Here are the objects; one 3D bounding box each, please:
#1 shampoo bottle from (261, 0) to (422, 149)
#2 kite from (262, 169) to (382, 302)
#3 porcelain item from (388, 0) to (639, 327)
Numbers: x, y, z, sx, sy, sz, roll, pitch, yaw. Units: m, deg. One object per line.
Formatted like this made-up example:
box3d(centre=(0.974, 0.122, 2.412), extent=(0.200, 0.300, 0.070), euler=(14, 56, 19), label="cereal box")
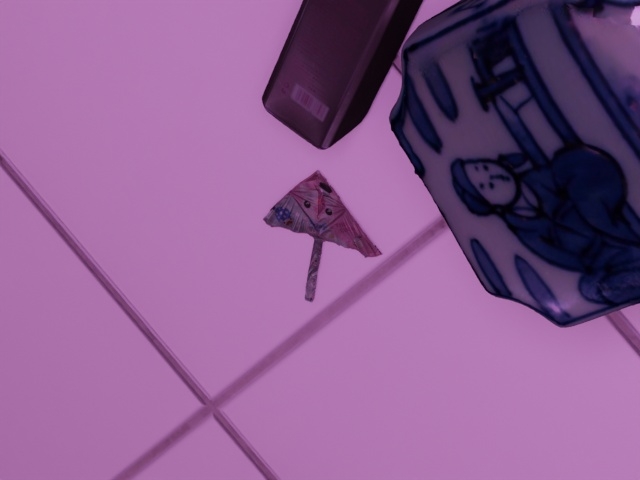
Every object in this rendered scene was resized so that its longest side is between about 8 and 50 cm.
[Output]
box3d(centre=(0.032, -0.196, 1.476), extent=(0.080, 0.079, 0.246), euler=(36, 132, 11), label="shampoo bottle")
box3d(centre=(0.000, 0.000, 1.668), extent=(0.137, 0.005, 0.152), euler=(16, 126, 28), label="kite")
box3d(centre=(0.217, -0.090, 1.358), extent=(0.286, 0.157, 0.281), euler=(-21, 101, 41), label="porcelain item")
